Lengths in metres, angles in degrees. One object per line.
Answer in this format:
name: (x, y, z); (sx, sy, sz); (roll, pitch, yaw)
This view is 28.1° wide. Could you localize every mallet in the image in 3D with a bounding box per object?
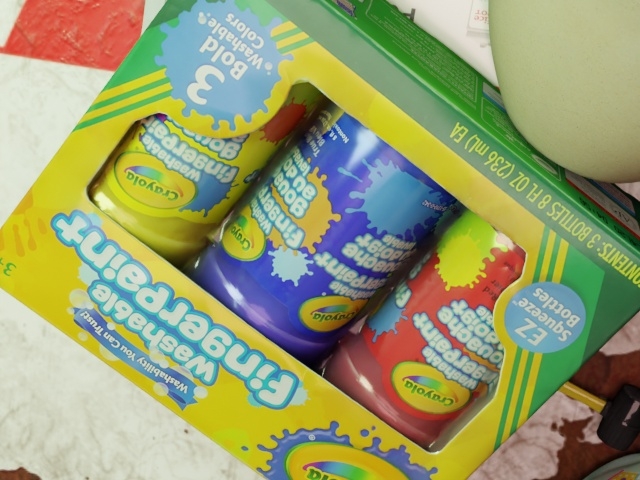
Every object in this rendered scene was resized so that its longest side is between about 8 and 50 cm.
mallet: (0.244, 0.136, 1.280); (0.190, 0.039, 0.062); (34, 109, 1)

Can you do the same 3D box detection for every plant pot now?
plant pot: (0.244, -0.157, 0.994); (0.284, 0.284, 0.191); (26, 129, 0)

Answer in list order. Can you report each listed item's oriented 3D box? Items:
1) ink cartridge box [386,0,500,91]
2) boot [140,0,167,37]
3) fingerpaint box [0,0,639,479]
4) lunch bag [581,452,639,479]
ink cartridge box: (0.109, -0.257, 1.136); (0.207, 0.117, 0.283); (11, 107, 4)
boot: (-0.095, -0.244, 1.193); (0.123, 0.095, 0.258); (11, 116, -1)
fingerpaint box: (0.000, 0.000, 1.093); (0.445, 0.163, 0.371); (38, 112, -9)
lunch bag: (0.296, 0.337, 1.231); (0.262, 0.223, 0.160); (-40, 103, 15)
